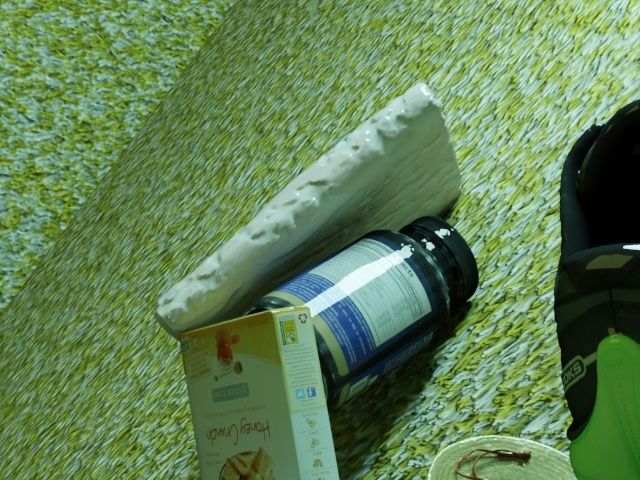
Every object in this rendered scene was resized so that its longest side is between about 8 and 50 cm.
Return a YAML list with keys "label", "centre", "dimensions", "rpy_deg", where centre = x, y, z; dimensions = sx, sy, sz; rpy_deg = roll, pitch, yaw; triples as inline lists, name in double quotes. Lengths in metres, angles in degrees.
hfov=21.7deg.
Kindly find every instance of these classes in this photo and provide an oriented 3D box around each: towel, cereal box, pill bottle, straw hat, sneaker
- label: "towel"
  centre: [0.000, 0.000, 1.677]
  dimensions: [0.332, 0.053, 0.317]
  rpy_deg: [-41, -15, -1]
- label: "cereal box"
  centre: [-0.051, 0.187, 1.463]
  dimensions: [0.047, 0.240, 0.173]
  rpy_deg: [-5, -8, -34]
- label: "pill bottle"
  centre: [0.042, 0.065, 1.560]
  dimensions: [0.219, 0.123, 0.123]
  rpy_deg: [-31, 8, -33]
- label: "straw hat"
  centre: [0.143, 0.208, 1.215]
  dimensions: [0.144, 0.144, 0.061]
  rpy_deg: [-83, 0, -60]
- label: "sneaker"
  centre: [0.268, -0.018, 1.090]
  dimensions: [0.185, 0.202, 0.483]
  rpy_deg: [-10, 20, 24]
